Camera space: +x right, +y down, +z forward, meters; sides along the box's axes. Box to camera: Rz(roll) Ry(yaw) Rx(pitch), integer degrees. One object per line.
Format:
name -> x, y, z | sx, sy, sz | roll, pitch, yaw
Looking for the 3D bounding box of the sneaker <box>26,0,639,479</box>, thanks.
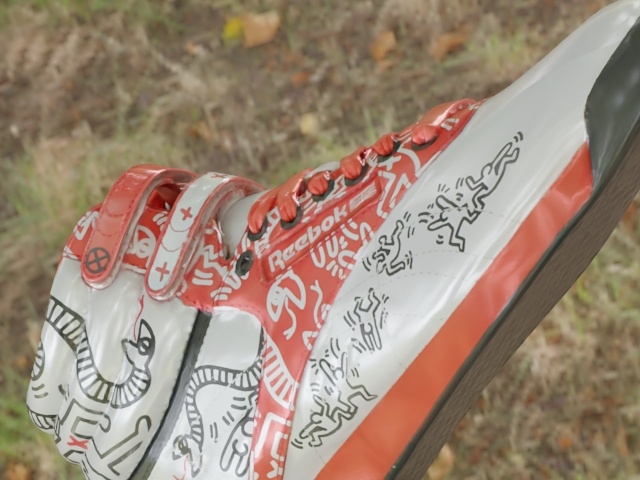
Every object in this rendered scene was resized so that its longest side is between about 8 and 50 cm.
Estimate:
sneaker -> -0.001, 0.001, 0.553 | 0.145, 0.270, 0.090 | 40, 27, 14
